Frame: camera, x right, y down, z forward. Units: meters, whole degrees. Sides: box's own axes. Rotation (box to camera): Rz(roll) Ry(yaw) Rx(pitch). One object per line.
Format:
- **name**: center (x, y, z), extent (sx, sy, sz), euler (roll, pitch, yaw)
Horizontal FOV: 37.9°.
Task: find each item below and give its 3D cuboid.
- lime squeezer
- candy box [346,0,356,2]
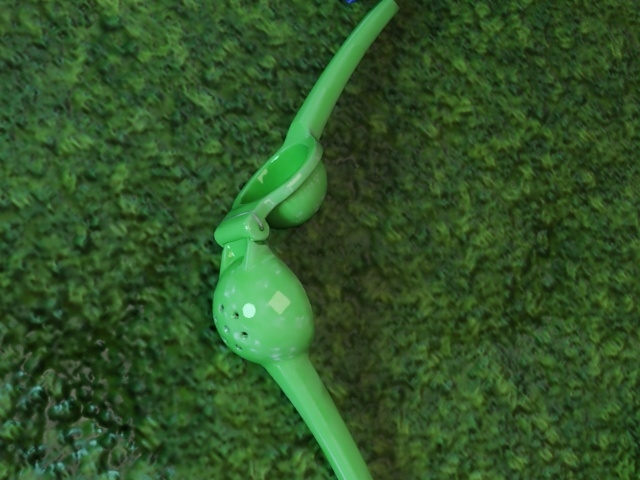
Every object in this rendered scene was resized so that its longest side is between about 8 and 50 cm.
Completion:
- **lime squeezer**: center (0.000, 0.000, 0.478), extent (0.109, 0.059, 0.311), euler (6, 74, -20)
- **candy box**: center (0.170, -0.266, 0.495), extent (0.317, 0.268, 0.122), euler (-26, 91, -25)
